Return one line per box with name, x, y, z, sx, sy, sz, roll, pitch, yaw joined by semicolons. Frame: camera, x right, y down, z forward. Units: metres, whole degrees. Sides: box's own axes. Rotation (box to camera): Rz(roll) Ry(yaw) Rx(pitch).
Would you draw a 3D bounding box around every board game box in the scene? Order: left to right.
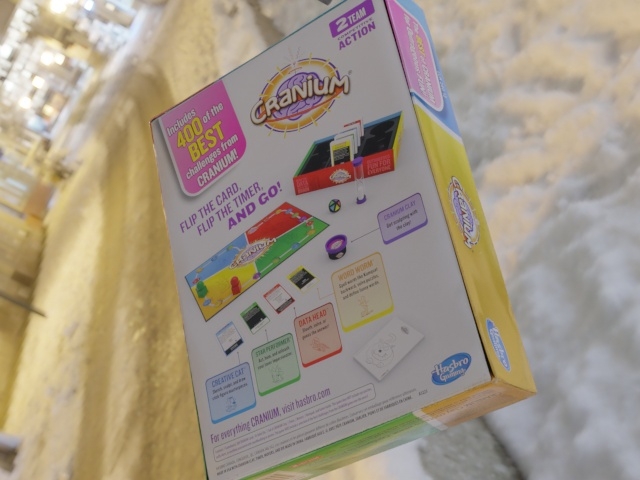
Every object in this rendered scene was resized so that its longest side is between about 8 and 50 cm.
board game box;0.000;0.000;0.787;0.242;0.064;0.317;-26;63;28

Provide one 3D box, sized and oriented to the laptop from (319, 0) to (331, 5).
laptop;-0.009;-0.394;1.107;0.234;0.264;0.136;-57;29;11
